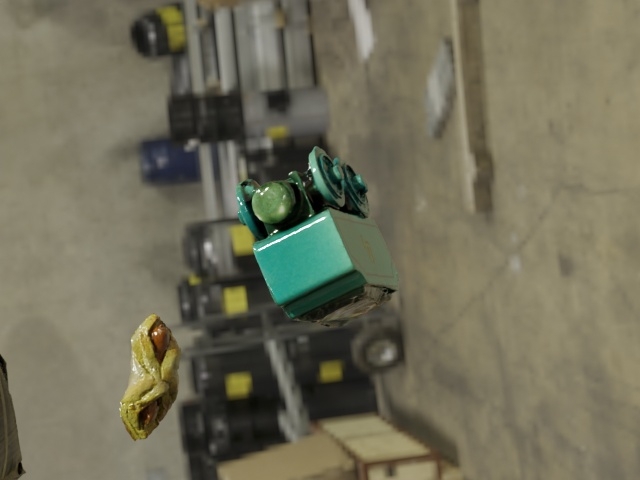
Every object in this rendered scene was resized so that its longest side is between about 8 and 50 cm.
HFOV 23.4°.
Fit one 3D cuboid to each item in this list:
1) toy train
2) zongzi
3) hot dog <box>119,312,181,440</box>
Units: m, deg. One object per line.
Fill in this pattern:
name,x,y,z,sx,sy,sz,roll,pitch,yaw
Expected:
toy train,0.000,0.000,1.463,0.154,0.107,0.198,68,-165,12
zongzi,-0.372,0.185,1.581,0.184,0.084,0.187,-37,-63,-79
hot dog,-0.216,0.181,2.011,0.061,0.078,0.169,7,91,40
